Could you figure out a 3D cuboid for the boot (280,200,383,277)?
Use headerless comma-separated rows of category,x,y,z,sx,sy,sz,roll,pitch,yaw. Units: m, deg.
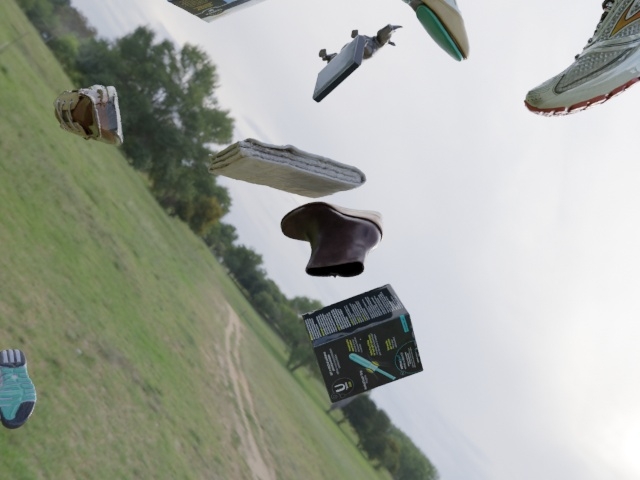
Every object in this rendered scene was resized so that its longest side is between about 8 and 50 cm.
boot,0.000,0.000,1.212,0.207,0.248,0.090,-58,140,-54

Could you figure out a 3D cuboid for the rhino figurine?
rhino figurine,0.122,-0.550,1.676,0.106,0.243,0.073,28,39,-66

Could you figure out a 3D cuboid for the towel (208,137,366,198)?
towel,-0.071,-0.142,1.194,0.282,0.049,0.187,12,-11,-32

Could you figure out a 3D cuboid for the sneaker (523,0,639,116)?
sneaker,0.281,-0.194,0.533,0.093,0.225,0.088,54,18,4

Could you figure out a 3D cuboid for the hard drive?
hard drive,0.037,-0.357,1.234,0.022,0.094,0.135,31,-42,-25

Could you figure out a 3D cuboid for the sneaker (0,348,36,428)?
sneaker,-0.716,0.362,1.375,0.083,0.098,0.224,7,32,-33

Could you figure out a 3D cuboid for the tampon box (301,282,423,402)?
tampon box,0.067,0.166,0.967,0.101,0.161,0.120,-116,-171,-63

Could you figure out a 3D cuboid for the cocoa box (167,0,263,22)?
cocoa box,-0.194,-0.699,1.388,0.228,0.347,0.232,-25,100,-73

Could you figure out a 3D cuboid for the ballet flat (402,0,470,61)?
ballet flat,0.161,-0.376,0.899,0.232,0.073,0.080,42,5,-8

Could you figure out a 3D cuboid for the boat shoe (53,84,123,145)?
boat shoe,-0.496,-0.263,1.250,0.324,0.119,0.123,27,-55,59
